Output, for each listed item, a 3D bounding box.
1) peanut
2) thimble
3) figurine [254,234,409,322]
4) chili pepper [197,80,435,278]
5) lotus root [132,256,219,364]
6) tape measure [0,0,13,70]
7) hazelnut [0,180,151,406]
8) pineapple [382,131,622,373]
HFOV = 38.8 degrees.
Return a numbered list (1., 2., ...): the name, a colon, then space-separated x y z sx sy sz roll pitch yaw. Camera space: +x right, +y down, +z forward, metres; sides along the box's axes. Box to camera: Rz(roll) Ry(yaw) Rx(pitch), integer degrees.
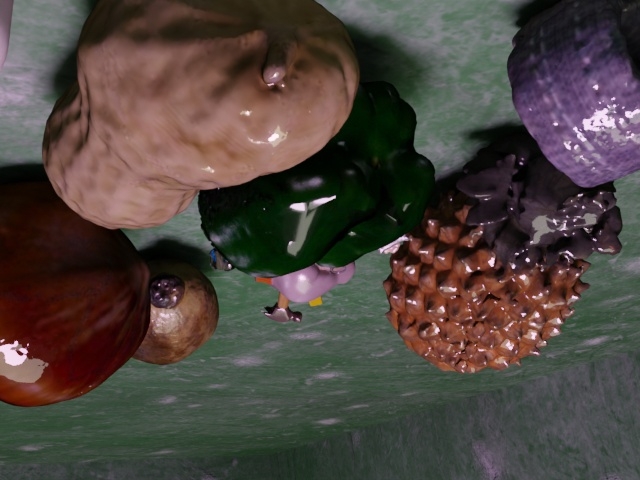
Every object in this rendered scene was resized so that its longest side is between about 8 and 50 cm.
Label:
1. peanut: -0.104 -0.102 0.636 0.291 0.159 0.143 -17 -164 49
2. thimble: 0.223 -0.122 0.709 0.150 0.150 0.098 10 152 -43
3. figurine: 0.000 0.000 1.012 0.137 0.112 0.229 18 137 -42
4. chili pepper: -0.028 -0.047 0.779 0.174 0.165 0.261 -22 -177 -34
5. lotus root: -0.192 0.082 1.129 0.138 0.138 0.214 -2 159 -18
6. tape measure: -0.283 -0.160 0.411 0.265 0.130 0.258 -7 159 13
7. hazelnut: -0.269 0.057 0.885 0.229 0.229 0.229 -8 161 -3
8. pineapple: 0.205 -0.003 0.977 0.223 0.223 0.357 -4 152 -14
